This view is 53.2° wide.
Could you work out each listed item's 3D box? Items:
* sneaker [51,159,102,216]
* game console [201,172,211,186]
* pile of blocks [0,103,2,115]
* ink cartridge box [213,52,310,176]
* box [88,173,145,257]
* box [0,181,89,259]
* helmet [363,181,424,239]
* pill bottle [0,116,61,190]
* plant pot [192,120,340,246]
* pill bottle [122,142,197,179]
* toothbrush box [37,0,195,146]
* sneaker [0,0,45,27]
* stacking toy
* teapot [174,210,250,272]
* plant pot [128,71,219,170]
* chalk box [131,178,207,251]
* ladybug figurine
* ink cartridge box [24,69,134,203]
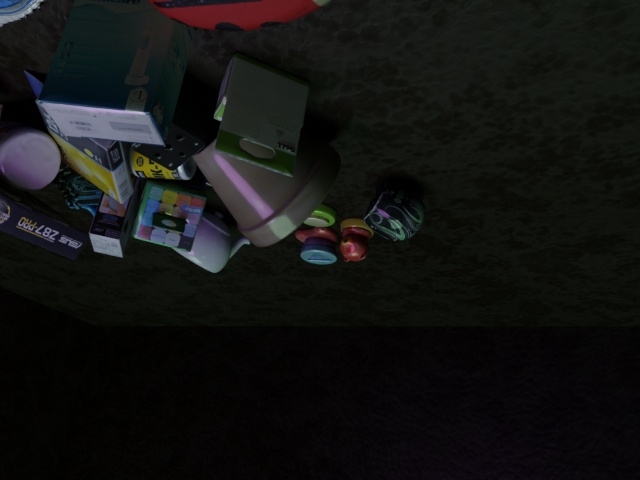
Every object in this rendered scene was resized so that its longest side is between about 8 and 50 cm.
[{"bbox_3d":[-0.772,-0.181,2.008,0.125,0.139,0.341,-7,152,36],"label":"sneaker"},{"bbox_3d":[-0.183,-0.209,1.882,0.293,0.173,0.250,16,-173,-17],"label":"game console"},{"bbox_3d":[-0.966,-0.385,1.673,0.362,0.148,0.112,11,-158,18],"label":"pile of blocks"},{"bbox_3d":[-0.142,-0.265,1.436,0.189,0.255,0.097,18,156,-20],"label":"ink cartridge box"},{"bbox_3d":[-0.602,-0.114,1.913,0.087,0.289,0.169,14,159,-8],"label":"box"},{"bbox_3d":[-0.876,-0.102,1.775,0.395,0.097,0.318,27,173,36],"label":"box"},{"bbox_3d":[0.226,-0.080,1.872,0.162,0.169,0.169,29,154,-6],"label":"helmet"},{"bbox_3d":[-0.858,-0.248,1.756,0.302,0.169,0.169,21,169,39],"label":"pill bottle"},{"bbox_3d":[-0.157,-0.194,1.607,0.280,0.323,0.323,43,143,-25],"label":"plant pot"},{"bbox_3d":[-0.465,-0.234,1.801,0.209,0.119,0.119,4,157,11],"label":"pill bottle"},{"bbox_3d":[-0.392,-0.352,1.268,0.216,0.295,0.126,6,158,4],"label":"toothbrush box"},{"bbox_3d":[-0.612,-0.495,1.207,0.330,0.129,0.147,-18,131,21],"label":"sneaker"},{"bbox_3d":[0.000,0.000,2.180,0.280,0.130,0.309,24,152,-34],"label":"stacking toy"},{"bbox_3d":[-0.407,-0.022,2.217,0.253,0.187,0.256,33,178,11],"label":"teapot"},{"bbox_3d":[-0.364,-0.282,1.523,0.188,0.167,0.187,-30,139,29],"label":"plant pot"},{"bbox_3d":[-0.447,-0.089,1.895,0.180,0.179,0.289,16,-168,-18],"label":"chalk box"},{"bbox_3d":[-0.138,-0.470,1.072,0.450,0.161,0.305,-2,156,24],"label":"ladybug figurine"},{"bbox_3d":[-0.650,-0.264,1.701,0.307,0.072,0.303,32,157,5],"label":"ink cartridge box"}]
